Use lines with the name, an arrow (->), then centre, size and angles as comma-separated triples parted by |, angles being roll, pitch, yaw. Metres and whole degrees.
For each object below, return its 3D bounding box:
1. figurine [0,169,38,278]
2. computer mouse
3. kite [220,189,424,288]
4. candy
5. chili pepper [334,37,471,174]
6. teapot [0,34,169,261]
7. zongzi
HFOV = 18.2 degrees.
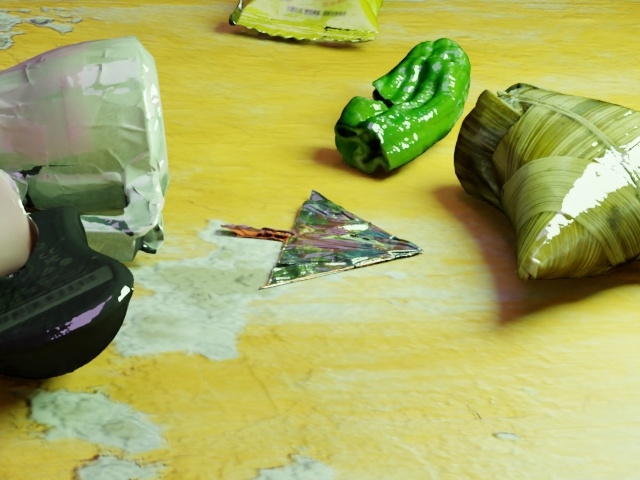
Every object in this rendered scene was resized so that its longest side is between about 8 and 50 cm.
figurine -> -0.417, -0.017, 1.453 | 0.315, 0.206, 0.284 | -23, 63, -38
computer mouse -> -0.223, 0.053, 1.539 | 0.147, 0.088, 0.264 | -22, 28, -12
kite -> 0.000, -0.001, 1.813 | 0.189, 0.009, 0.232 | 7, 22, 5
candy -> 0.003, -0.315, 2.496 | 0.187, 0.081, 0.297 | 9, 34, 10
chili pepper -> 0.096, -0.136, 2.077 | 0.099, 0.083, 0.253 | 12, 28, 19
teapot -> -0.227, -0.068, 1.801 | 0.178, 0.222, 0.163 | -7, -16, -4
zongzi -> 0.188, -0.043, 1.821 | 0.286, 0.134, 0.288 | 17, 32, 42
